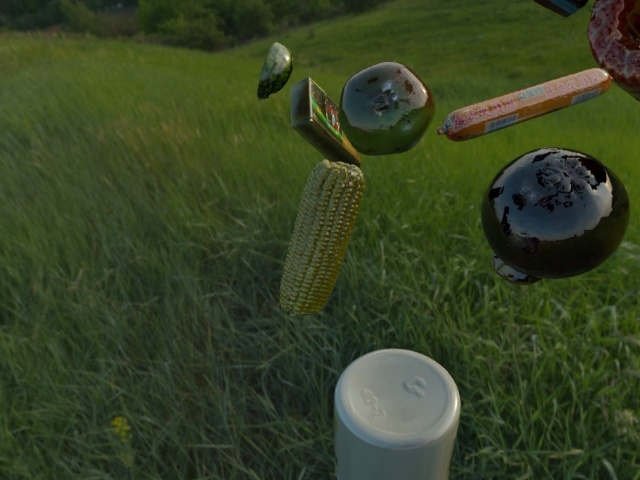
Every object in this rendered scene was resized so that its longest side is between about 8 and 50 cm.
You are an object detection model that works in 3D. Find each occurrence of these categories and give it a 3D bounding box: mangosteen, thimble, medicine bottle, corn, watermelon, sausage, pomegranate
[{"bbox_3d":[0.513,-0.039,1.391,0.307,0.347,0.306,-5,54,6],"label":"mangosteen"},{"bbox_3d":[0.760,-0.454,1.303,0.350,0.231,0.350,-13,70,40],"label":"thimble"},{"bbox_3d":[0.129,0.379,1.123,0.208,0.339,0.208,-1,39,1],"label":"medicine bottle"},{"bbox_3d":[0.000,0.000,1.337,0.131,0.344,0.131,14,12,-3],"label":"corn"},{"bbox_3d":[-0.107,-0.434,1.592,0.069,0.087,0.163,20,83,2],"label":"watermelon"},{"bbox_3d":[0.341,-0.224,1.018,0.348,0.053,0.053,-20,34,-16],"label":"sausage"},{"bbox_3d":[0.123,-0.240,1.177,0.180,0.179,0.210,-16,-1,4],"label":"pomegranate"}]

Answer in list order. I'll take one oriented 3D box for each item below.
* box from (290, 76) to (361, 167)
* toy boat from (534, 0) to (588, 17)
[{"bbox_3d":[0.017,-0.306,1.685,0.071,0.240,0.159,-21,53,30],"label":"box"},{"bbox_3d":[0.491,-0.684,1.489,0.136,0.392,0.079,-55,19,11],"label":"toy boat"}]
